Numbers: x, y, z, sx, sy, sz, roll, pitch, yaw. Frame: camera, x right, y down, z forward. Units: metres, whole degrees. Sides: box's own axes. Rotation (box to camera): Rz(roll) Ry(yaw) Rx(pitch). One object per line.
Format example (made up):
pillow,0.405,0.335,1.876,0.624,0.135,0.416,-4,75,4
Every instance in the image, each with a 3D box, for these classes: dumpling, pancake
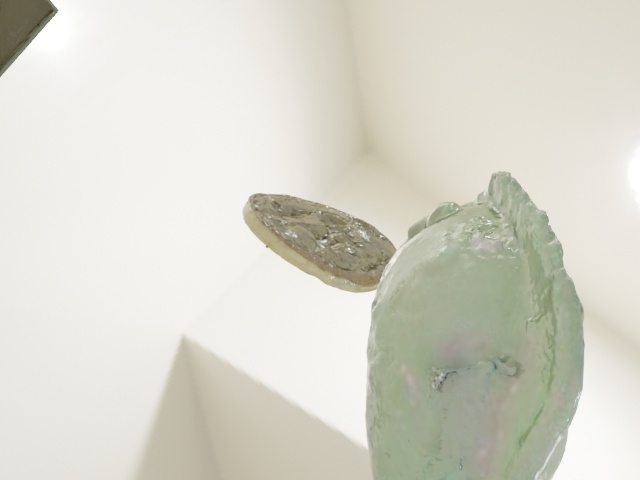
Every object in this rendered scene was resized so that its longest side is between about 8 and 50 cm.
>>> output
dumpling,0.072,0.067,0.640,0.105,0.216,0.149,4,-15,8
pancake,0.000,0.000,1.185,0.158,0.158,0.028,31,-67,17

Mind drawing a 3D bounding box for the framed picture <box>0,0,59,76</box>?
framed picture,-0.231,-0.153,0.906,0.007,0.089,0.066,14,-28,48
